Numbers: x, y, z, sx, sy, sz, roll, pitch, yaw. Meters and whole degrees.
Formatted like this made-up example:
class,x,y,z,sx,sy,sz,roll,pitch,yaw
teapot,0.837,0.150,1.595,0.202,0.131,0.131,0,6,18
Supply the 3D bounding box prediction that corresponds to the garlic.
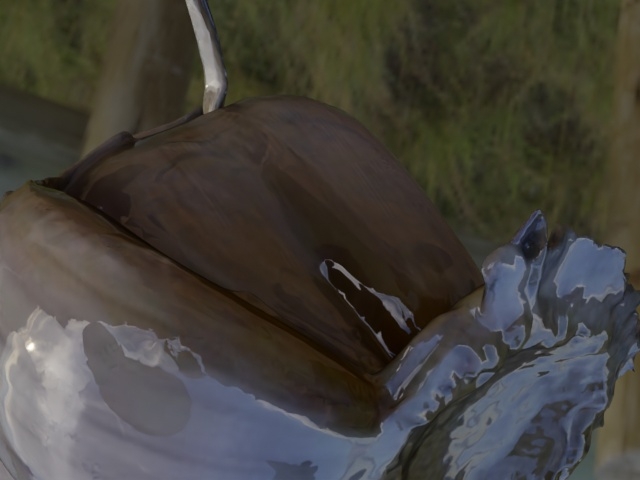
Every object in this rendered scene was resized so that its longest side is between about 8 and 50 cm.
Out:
class,x,y,z,sx,sy,sz,roll,pitch,yaw
garlic,0.000,0.000,0.539,0.207,0.257,0.207,7,177,0
